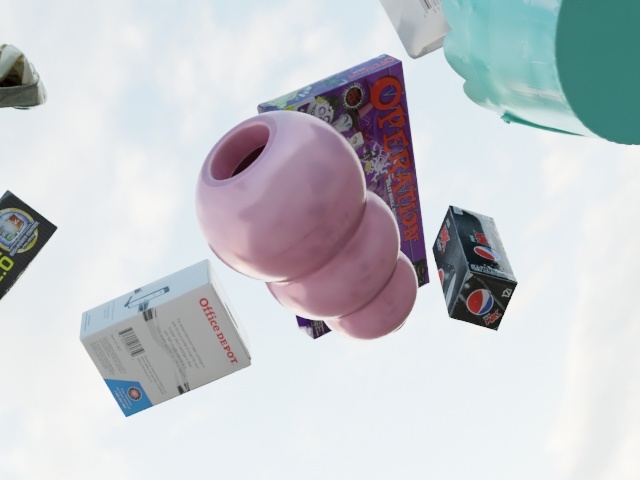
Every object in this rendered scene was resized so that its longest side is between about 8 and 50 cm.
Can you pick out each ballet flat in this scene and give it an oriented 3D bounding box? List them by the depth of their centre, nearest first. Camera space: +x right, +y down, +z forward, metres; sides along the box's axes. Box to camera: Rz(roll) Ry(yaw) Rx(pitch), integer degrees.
[{"bbox_3d":[-0.330,-0.168,1.555,0.068,0.072,0.213,-61,-12,19],"label":"ballet flat"}]

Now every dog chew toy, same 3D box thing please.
[{"bbox_3d":[0.000,0.000,1.829,0.332,0.206,0.206,48,-111,-32],"label":"dog chew toy"}]

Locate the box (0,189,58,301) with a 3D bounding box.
[{"bbox_3d":[-0.357,0.094,1.390,0.216,0.060,0.270,-56,8,-34],"label":"box"}]

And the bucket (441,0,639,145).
[{"bbox_3d":[0.277,-0.230,1.513,0.281,0.183,0.281,-11,-66,-26],"label":"bucket"}]

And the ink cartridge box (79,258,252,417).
[{"bbox_3d":[-0.216,0.138,2.151,0.203,0.086,0.148,-23,-65,5],"label":"ink cartridge box"}]

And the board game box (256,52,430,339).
[{"bbox_3d":[0.038,-0.057,2.054,0.208,0.056,0.347,-28,-57,-29],"label":"board game box"}]

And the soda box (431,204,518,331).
[{"bbox_3d":[0.155,0.026,1.560,0.169,0.053,0.060,-94,23,-66],"label":"soda box"}]

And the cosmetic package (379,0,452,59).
[{"bbox_3d":[0.284,-0.418,1.964,0.453,0.230,0.161,-37,-78,-38],"label":"cosmetic package"}]
